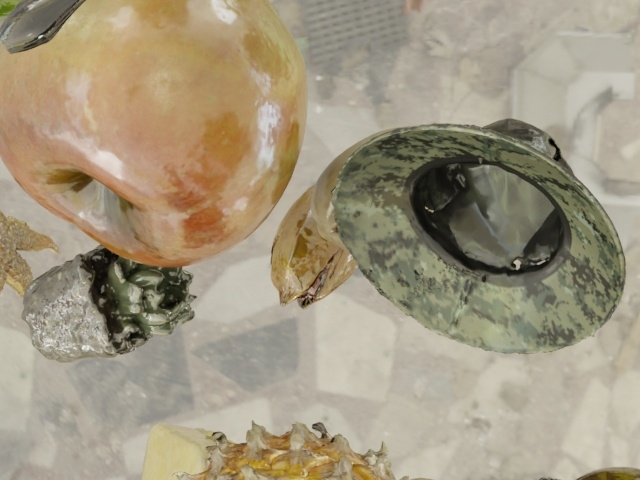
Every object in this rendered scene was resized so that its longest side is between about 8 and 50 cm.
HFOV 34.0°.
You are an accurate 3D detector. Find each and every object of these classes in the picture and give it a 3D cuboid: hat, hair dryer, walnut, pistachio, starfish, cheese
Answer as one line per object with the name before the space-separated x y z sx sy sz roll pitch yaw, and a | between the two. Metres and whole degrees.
hat | 0.155 -0.030 0.930 0.265 0.265 0.128 57 49 -22
hair dryer | -0.187 -0.159 0.728 0.079 0.083 0.031 -37 105 -5
walnut | 0.000 0.000 1.611 0.137 0.137 0.245 39 73 -26
pistachio | 0.064 -0.058 1.217 0.185 0.124 0.124 -37 117 19
starfish | -0.528 0.029 1.718 0.302 0.060 0.299 27 51 -56
cheese | -0.242 0.482 1.940 0.104 0.384 0.384 14 90 -22

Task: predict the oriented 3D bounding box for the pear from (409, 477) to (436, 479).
pear | 0.137 0.421 1.476 0.167 0.136 0.167 0 92 10

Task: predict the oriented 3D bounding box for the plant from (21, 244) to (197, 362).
plant | -0.248 0.067 1.233 0.132 0.194 0.129 66 24 -10

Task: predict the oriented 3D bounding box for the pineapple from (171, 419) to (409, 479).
pineapple | -0.021 0.367 1.078 0.352 0.300 0.352 -1 94 -10

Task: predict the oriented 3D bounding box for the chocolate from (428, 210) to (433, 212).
chocolate | 0.120 -0.044 1.829 0.176 0.176 0.177 -4 99 -27

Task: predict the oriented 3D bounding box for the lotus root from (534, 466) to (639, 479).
lotus root | 0.241 0.231 0.767 0.120 0.209 0.120 -38 137 -47

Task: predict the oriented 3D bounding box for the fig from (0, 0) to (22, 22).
fig | -0.447 -0.428 1.456 0.203 0.203 0.235 -30 108 -21

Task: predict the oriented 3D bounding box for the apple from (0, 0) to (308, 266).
apple | -0.170 -0.151 1.116 0.338 0.338 0.305 45 58 -25
